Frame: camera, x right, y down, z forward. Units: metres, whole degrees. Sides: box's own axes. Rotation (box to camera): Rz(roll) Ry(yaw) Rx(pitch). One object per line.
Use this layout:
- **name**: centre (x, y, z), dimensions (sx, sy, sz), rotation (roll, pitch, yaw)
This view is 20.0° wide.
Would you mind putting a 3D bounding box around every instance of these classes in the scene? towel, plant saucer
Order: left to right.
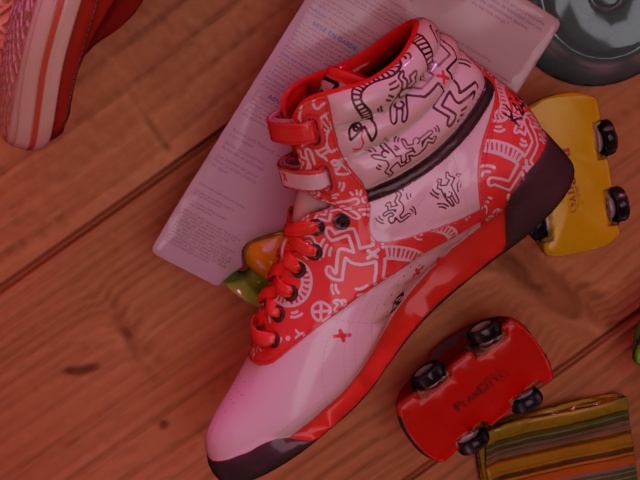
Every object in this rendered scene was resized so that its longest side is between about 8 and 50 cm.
- **towel**: centre (0.166, 0.219, 1.167), dimensions (0.102, 0.021, 0.237), rotation (-13, 103, -7)
- **plant saucer**: centre (0.170, -0.152, 1.097), dimensions (0.119, 0.021, 0.119), rotation (-2, 100, -10)

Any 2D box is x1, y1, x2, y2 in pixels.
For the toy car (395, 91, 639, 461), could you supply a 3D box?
- **toy car**: centre (0.179, 0.046, 1.120), dimensions (0.225, 0.053, 0.239), rotation (20, 97, -14)

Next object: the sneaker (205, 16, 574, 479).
- **sneaker**: centre (0.000, -0.001, 1.008), dimensions (0.270, 0.090, 0.145), rotation (-44, 108, 0)

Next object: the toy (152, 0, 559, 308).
- **toy**: centre (0.016, -0.066, 1.068), dimensions (0.137, 0.056, 0.237), rotation (29, 99, -18)

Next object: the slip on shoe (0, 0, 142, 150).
- **slip on shoe**: centre (-0.087, -0.195, 0.996), dimensions (0.101, 0.123, 0.331), rotation (26, 90, -18)
